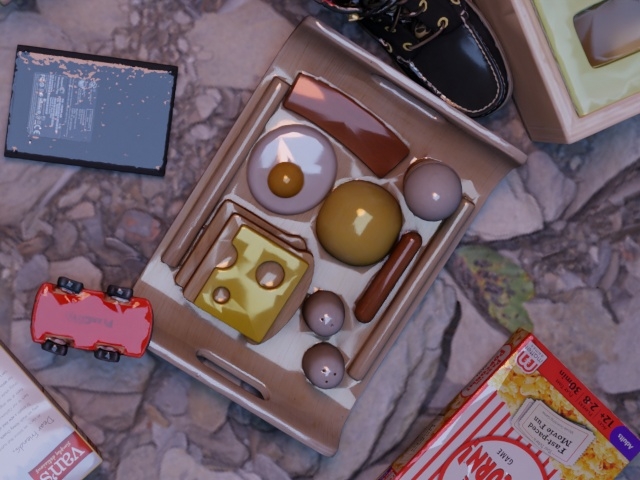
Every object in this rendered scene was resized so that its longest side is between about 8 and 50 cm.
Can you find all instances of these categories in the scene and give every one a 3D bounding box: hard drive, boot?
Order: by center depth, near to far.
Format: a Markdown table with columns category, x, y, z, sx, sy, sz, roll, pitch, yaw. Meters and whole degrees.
| category | x | y | z | sx | sy | sz | roll | pitch | yaw |
| --- | --- | --- | --- | --- | --- | --- | --- | --- | --- |
| boot | 0.058 | -0.184 | 1.426 | 0.085 | 0.178 | 0.236 | -36 | 93 | 18 |
| hard drive | -0.191 | -0.108 | 1.483 | 0.135 | 0.022 | 0.094 | 7 | 93 | -9 |

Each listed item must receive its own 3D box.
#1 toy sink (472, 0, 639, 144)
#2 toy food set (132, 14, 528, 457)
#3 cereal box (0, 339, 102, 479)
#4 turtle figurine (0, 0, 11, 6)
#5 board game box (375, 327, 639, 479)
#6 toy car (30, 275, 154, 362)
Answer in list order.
| category | x | y | z | sx | sy | sz | roll | pitch | yaw |
| --- | --- | --- | --- | --- | --- | --- | --- | --- | --- |
| toy sink | 0.215 | -0.216 | 1.479 | 0.153 | 0.131 | 0.234 | -23 | 97 | -6 |
| toy food set | 0.000 | 0.000 | 1.473 | 0.220 | 0.092 | 0.306 | 32 | 96 | -9 |
| cereal box | -0.322 | 0.149 | 1.472 | 0.173 | 0.047 | 0.240 | -40 | 99 | -5 |
| turtle figurine | -0.156 | -0.309 | 1.382 | 0.266 | 0.274 | 0.198 | -21 | 71 | 0 |
| board game box | 0.163 | 0.196 | 1.548 | 0.147 | 0.045 | 0.193 | 43 | 88 | -9 |
| toy car | -0.277 | 0.028 | 1.425 | 0.239 | 0.053 | 0.225 | -23 | 94 | -12 |
